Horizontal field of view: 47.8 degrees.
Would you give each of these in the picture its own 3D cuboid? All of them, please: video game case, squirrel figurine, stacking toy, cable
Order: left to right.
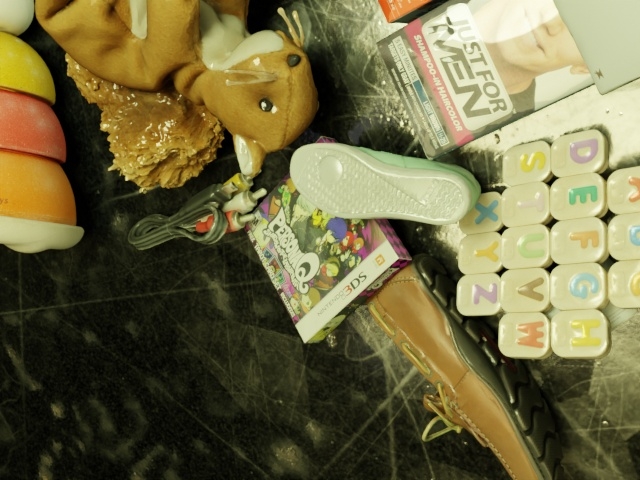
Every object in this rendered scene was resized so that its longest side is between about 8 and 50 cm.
[{"bbox_3d":[-0.555,-0.228,1.223,0.350,0.350,0.480,7,87,24],"label":"stacking toy"},{"bbox_3d":[-0.209,-0.019,1.175,0.287,0.140,0.072,-26,132,34],"label":"cable"},{"bbox_3d":[-0.186,-0.247,1.049,0.370,0.281,0.397,37,140,-4],"label":"squirrel figurine"},{"bbox_3d":[0.000,0.000,1.073,0.210,0.041,0.232,-44,61,28],"label":"video game case"}]

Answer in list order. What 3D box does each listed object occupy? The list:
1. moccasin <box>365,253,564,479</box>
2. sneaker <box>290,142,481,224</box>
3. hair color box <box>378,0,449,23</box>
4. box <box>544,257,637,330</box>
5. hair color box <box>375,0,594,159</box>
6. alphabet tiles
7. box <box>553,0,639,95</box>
[{"bbox_3d":[0.199,0.205,1.025,0.147,0.139,0.380,-42,84,29],"label":"moccasin"},{"bbox_3d":[0.093,-0.075,0.991,0.255,0.151,0.094,15,103,21],"label":"sneaker"},{"bbox_3d":[0.163,-0.337,0.923,0.167,0.093,0.053,-23,94,29],"label":"hair color box"},{"bbox_3d":[0.346,0.075,0.942,0.087,0.101,0.102,48,116,7],"label":"box"},{"bbox_3d":[0.262,-0.252,0.894,0.347,0.105,0.174,-24,93,28],"label":"hair color box"},{"bbox_3d":[0.292,0.006,0.909,0.278,0.021,0.284,-7,73,42],"label":"alphabet tiles"},{"bbox_3d":[0.404,-0.321,0.687,0.345,0.168,0.215,-27,92,-3],"label":"box"}]
